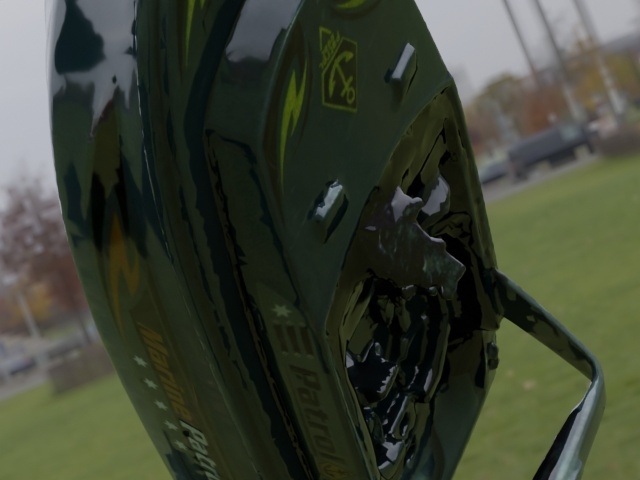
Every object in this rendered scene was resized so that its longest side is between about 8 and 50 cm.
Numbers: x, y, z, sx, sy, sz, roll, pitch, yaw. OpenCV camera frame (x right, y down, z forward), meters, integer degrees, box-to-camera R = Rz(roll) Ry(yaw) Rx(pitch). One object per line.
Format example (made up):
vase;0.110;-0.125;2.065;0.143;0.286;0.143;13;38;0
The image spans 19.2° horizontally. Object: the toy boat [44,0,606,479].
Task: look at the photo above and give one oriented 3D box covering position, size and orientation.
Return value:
toy boat;0.000;0.000;0.405;0.103;0.246;0.093;15;58;23
